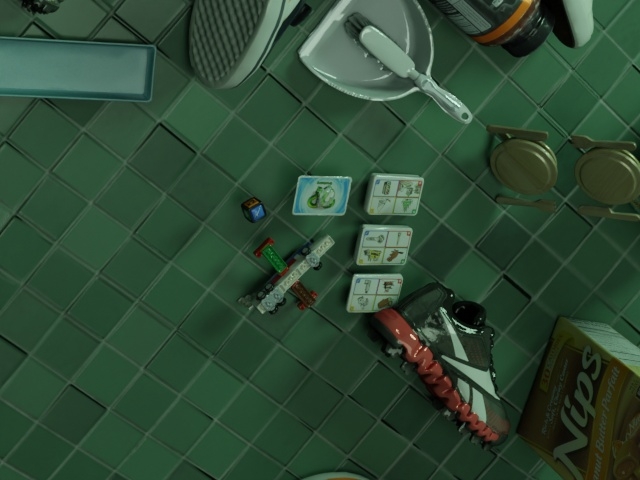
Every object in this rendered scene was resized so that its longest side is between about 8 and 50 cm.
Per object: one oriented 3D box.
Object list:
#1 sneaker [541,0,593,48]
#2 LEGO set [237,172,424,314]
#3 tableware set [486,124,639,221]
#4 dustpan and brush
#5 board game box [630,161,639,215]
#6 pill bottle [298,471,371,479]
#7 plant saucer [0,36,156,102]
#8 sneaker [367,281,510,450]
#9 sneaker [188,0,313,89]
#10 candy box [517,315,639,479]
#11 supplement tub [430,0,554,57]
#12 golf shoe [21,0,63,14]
[{"bbox_3d":[0.298,-0.371,1.717,0.123,0.106,0.290,-23,114,-9],"label":"sneaker"},{"bbox_3d":[0.000,0.000,1.787,0.244,0.060,0.182,0,110,-33],"label":"LEGO set"},{"bbox_3d":[0.306,-0.092,1.803,0.128,0.194,0.039,77,32,-40],"label":"tableware set"},{"bbox_3d":[0.097,-0.207,1.728,0.211,0.060,0.147,37,94,-28],"label":"dustpan and brush"},{"bbox_3d":[0.538,-0.109,1.861,0.275,0.142,0.144,-39,91,-3],"label":"board game box"},{"bbox_3d":[0.065,0.466,1.779,0.224,0.392,0.224,-7,112,-19],"label":"pill bottle"},{"bbox_3d":[-0.279,-0.190,1.617,0.192,0.018,0.067,0,109,-22],"label":"plant saucer"},{"bbox_3d":[0.182,0.157,1.875,0.135,0.097,0.276,-43,120,-5],"label":"sneaker"},{"bbox_3d":[-0.036,-0.307,1.601,0.127,0.126,0.321,-4,128,-44],"label":"sneaker"},{"bbox_3d":[0.382,0.241,1.859,0.088,0.316,0.183,11,105,-25],"label":"candy box"},{"bbox_3d":[0.185,-0.298,1.703,0.198,0.106,0.106,36,94,-28],"label":"supplement tub"},{"bbox_3d":[-0.335,-0.324,1.521,0.198,0.077,0.094,40,81,-35],"label":"golf shoe"}]
